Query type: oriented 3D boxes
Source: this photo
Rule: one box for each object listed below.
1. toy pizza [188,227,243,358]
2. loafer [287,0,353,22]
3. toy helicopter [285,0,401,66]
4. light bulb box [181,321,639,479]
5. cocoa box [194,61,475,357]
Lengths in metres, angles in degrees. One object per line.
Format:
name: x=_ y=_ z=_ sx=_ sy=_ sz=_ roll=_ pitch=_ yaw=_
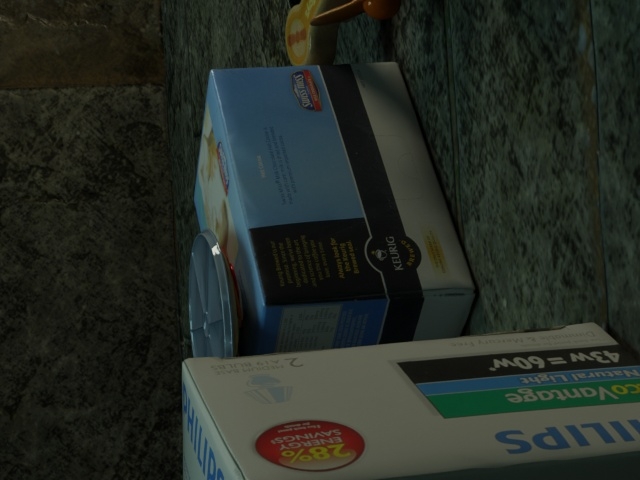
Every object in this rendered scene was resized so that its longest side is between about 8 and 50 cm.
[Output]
toy pizza: x=-0.105 y=0.087 z=1.588 sx=0.201 sy=0.032 sz=0.201 roll=177 pitch=90 yaw=-75
loafer: x=-0.017 y=-0.331 z=1.911 sx=0.319 sy=0.112 sz=0.111 roll=-143 pitch=59 yaw=-71
toy helicopter: x=0.032 y=-0.299 z=1.646 sx=0.235 sy=0.140 sz=0.355 roll=66 pitch=152 yaw=28
light bulb box: x=0.083 y=0.276 z=1.154 sx=0.225 sy=0.357 sz=0.361 roll=-130 pitch=39 yaw=-64
cocoa box: x=0.000 y=0.000 z=1.684 sx=0.231 sy=0.228 sz=0.347 roll=102 pitch=159 yaw=-48
